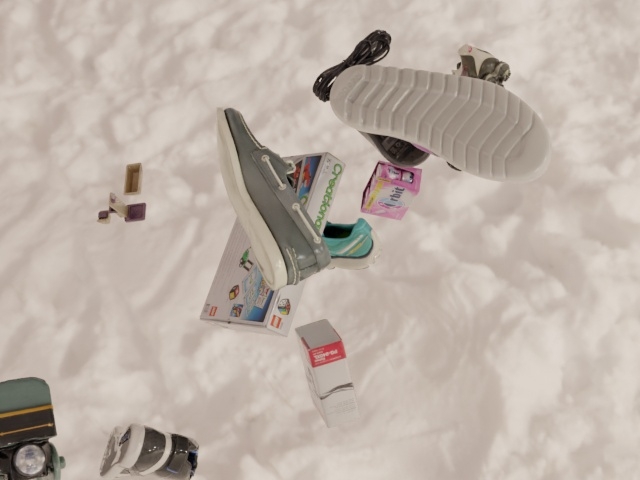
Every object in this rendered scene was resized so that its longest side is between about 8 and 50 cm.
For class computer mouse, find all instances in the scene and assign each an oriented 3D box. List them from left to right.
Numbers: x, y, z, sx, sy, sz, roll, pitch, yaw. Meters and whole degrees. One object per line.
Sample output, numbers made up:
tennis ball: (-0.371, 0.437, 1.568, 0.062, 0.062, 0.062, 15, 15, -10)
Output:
computer mouse: (0.122, -0.264, 1.668, 0.188, 0.272, 0.072, -41, 20, -3)

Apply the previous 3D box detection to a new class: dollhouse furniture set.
dollhouse furniture set: (-0.380, -0.099, 1.557, 0.090, 0.081, 0.114, -6, 67, 16)

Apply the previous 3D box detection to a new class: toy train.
toy train: (-0.540, 0.349, 1.478, 0.142, 0.190, 0.334, -5, -13, -29)

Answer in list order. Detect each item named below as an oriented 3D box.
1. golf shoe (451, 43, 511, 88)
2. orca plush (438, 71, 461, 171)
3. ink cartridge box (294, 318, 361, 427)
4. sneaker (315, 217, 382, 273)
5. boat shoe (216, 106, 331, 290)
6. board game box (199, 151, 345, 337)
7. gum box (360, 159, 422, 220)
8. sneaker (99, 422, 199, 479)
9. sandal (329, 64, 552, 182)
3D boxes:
golf shoe: (0.368, -0.371, 1.979, 0.120, 0.273, 0.105, 43, 78, 12)
orca plush: (0.343, -0.262, 1.935, 0.151, 0.287, 0.102, -34, 9, -19)
ink cartridge box: (0.011, 0.224, 1.419, 0.063, 0.151, 0.109, -16, 16, -11)
sneaker: (0.000, 0.000, 1.821, 0.275, 0.110, 0.107, -8, 37, 29)
boat shoe: (-0.078, -0.074, 1.246, 0.099, 0.116, 0.320, -15, 60, -15)
board game box: (-0.082, 0.004, 1.397, 0.193, 0.053, 0.305, 1, 66, 50)
gum box: (0.170, -0.121, 2.030, 0.107, 0.188, 0.062, 12, 66, -6)
sneaker: (-0.244, 0.319, 1.223, 0.217, 0.121, 0.079, -32, 42, 61)
sandal: (0.222, -0.221, 1.533, 0.416, 0.102, 0.169, 23, 83, 13)
